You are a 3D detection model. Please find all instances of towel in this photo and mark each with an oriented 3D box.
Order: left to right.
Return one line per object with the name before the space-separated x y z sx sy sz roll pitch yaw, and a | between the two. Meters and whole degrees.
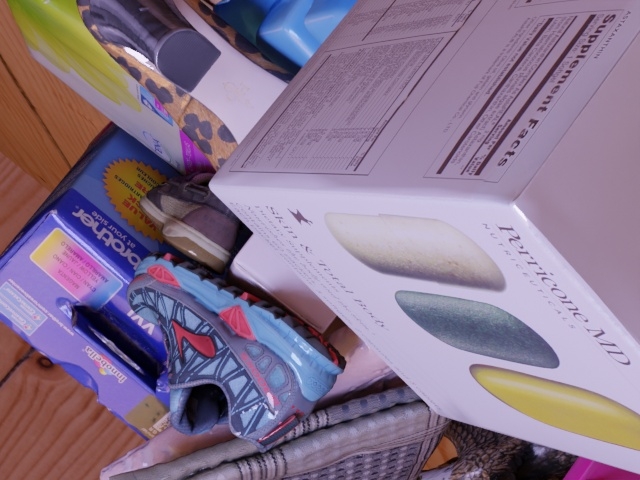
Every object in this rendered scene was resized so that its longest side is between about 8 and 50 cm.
towel | -0.039 0.232 1.276 0.312 0.324 0.056 106 146 -65
towel | 0.008 0.171 1.330 0.317 0.332 0.053 14 -132 -54

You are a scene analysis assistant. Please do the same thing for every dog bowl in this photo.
dog bowl | 0.035 -0.129 0.914 0.166 0.074 0.297 44 168 -18

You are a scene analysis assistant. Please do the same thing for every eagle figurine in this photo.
eagle figurine | 0.182 0.242 1.573 0.225 0.226 0.298 14 -162 -15

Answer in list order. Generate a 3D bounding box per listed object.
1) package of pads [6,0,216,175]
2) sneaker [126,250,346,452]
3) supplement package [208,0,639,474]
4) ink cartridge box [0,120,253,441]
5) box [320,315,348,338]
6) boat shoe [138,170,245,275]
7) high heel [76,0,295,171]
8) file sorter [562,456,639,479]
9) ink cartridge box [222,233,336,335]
package of pads | -0.154 -0.164 1.305 0.296 0.101 0.229 38 167 6
sneaker | -0.101 0.094 1.158 0.104 0.125 0.262 41 168 -37
supplement package | 0.122 -0.030 0.652 0.199 0.198 0.262 45 163 -23
ink cartridge box | -0.167 0.035 1.433 0.270 0.151 0.395 42 -148 -11
box | -0.058 0.111 1.685 0.232 0.058 0.322 38 -154 6
boat shoe | -0.108 -0.025 1.264 0.080 0.073 0.223 39 180 -17
high heel | -0.064 -0.099 0.993 0.261 0.093 0.186 46 180 -40
file sorter | 0.308 0.358 1.340 0.182 0.291 0.202 22 159 49
ink cartridge box | 0.000 0.000 1.254 0.100 0.172 0.237 39 169 -1
